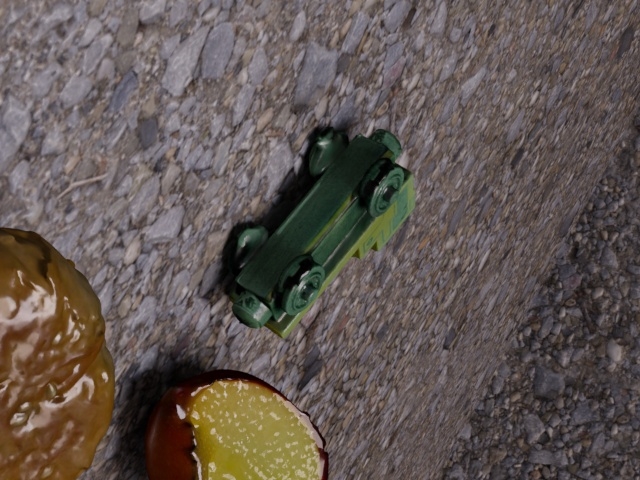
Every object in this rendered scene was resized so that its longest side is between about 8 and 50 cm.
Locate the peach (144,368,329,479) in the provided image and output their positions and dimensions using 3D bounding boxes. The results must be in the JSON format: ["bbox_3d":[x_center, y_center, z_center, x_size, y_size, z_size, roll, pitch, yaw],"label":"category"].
[{"bbox_3d":[-0.155,0.328,1.431,0.362,0.201,0.258,53,54,-31],"label":"peach"}]

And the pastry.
[{"bbox_3d":[-0.342,0.121,0.915,0.284,0.184,0.316,-37,135,-28],"label":"pastry"}]

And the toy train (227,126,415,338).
[{"bbox_3d":[0.000,0.000,1.474,0.369,0.150,0.237,-50,159,-17],"label":"toy train"}]
